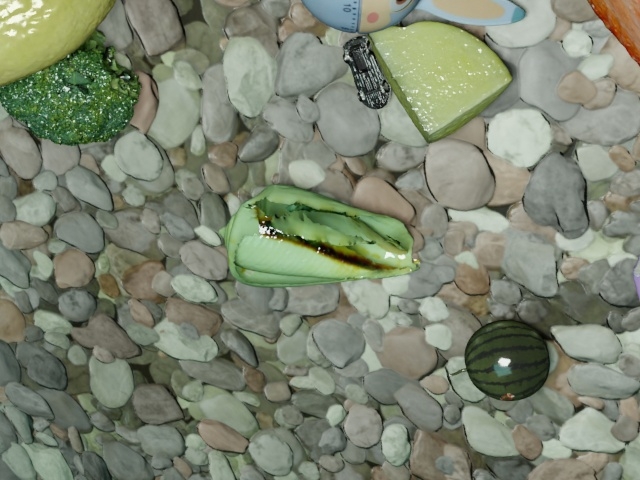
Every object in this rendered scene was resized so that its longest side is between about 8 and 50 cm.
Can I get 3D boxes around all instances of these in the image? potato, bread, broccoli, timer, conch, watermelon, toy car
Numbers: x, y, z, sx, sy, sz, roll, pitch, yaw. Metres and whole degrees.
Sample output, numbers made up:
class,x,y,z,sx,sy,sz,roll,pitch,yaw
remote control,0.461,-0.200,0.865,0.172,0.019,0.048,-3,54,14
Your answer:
class,x,y,z,sx,sy,sz,roll,pitch,yaw
potato,0.142,-0.207,1.306,0.120,0.081,0.149,-31,83,3
bread,-0.398,-0.321,1.338,0.321,0.320,0.237,-8,115,27
broccoli,-0.330,-0.203,1.454,0.195,0.195,0.156,2,96,23
timer,0.090,-0.302,1.210,0.256,0.175,0.175,11,119,20
conch,-0.010,-0.005,1.422,0.251,0.137,0.143,2,115,23
watermelon,0.228,0.157,1.416,0.133,0.105,0.105,-12,111,10
toy car,0.059,-0.207,1.354,0.041,0.025,0.093,-13,106,31

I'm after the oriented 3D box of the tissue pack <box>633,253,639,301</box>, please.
class,x,y,z,sx,sy,sz,roll,pitch,yaw
tissue pack,0.518,0.138,1.249,0.242,0.160,0.338,-8,113,29

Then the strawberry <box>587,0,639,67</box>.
class,x,y,z,sx,sy,sz,roll,pitch,yaw
strawberry,0.343,-0.274,1.139,0.107,0.175,0.236,-38,135,4
